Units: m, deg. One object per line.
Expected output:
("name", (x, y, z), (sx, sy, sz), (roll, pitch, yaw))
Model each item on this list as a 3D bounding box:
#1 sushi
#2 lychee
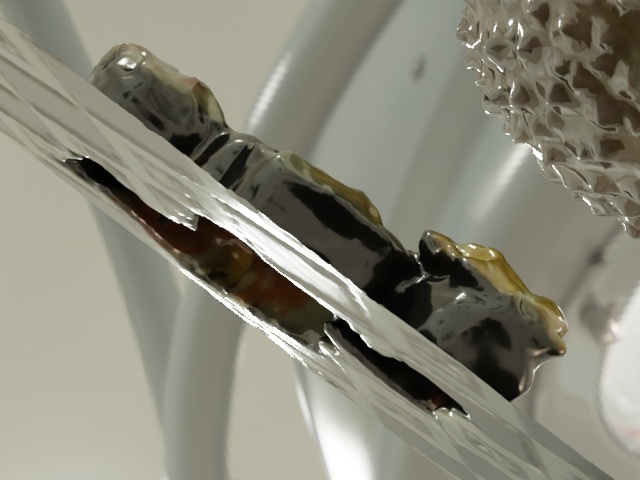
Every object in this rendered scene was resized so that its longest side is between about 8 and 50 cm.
("sushi", (0.000, 0.000, 0.688), (0.294, 0.292, 0.059), (38, -99, -3))
("lychee", (0.200, -0.134, 0.875), (0.300, 0.300, 0.300), (-9, -45, -9))
